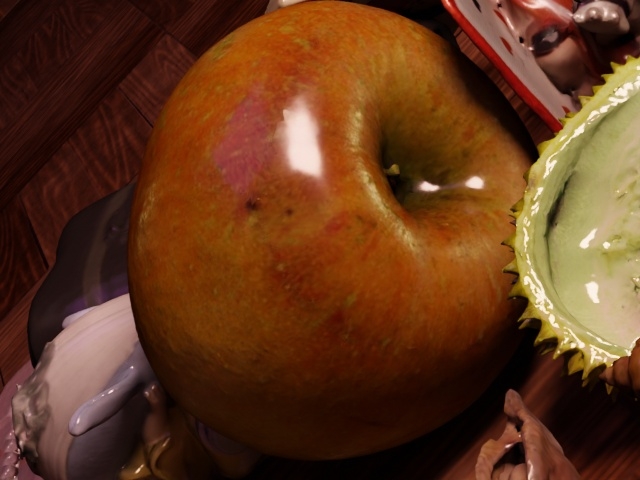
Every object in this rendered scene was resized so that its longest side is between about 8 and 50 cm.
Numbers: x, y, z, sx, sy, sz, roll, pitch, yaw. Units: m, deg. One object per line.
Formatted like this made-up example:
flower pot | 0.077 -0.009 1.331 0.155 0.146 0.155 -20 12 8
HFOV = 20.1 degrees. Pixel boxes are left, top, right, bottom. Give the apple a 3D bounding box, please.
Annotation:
apple | 0.000 0.000 0.951 0.207 0.237 0.237 -32 24 54

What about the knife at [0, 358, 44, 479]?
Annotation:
knife | -0.226 0.187 1.326 0.132 0.038 0.399 -41 21 14

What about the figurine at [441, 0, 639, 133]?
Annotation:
figurine | 0.196 -0.157 0.917 0.226 0.183 0.160 -37 25 19

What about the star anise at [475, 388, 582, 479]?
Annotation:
star anise | 0.087 0.153 0.739 0.172 0.063 0.208 -56 25 -11

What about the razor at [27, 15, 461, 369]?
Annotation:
razor | -0.040 -0.010 1.196 0.349 0.113 0.204 -28 23 27

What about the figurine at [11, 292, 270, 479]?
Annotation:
figurine | -0.093 0.110 1.077 0.128 0.183 0.209 -108 26 -60

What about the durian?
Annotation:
durian | 0.140 0.012 0.825 0.100 0.086 0.215 -30 51 46

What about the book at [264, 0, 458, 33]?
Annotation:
book | 0.024 -0.135 1.212 0.162 0.022 0.232 -16 -14 -17

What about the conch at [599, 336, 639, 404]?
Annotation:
conch | 0.198 0.044 0.679 0.086 0.080 0.232 -58 24 -16
